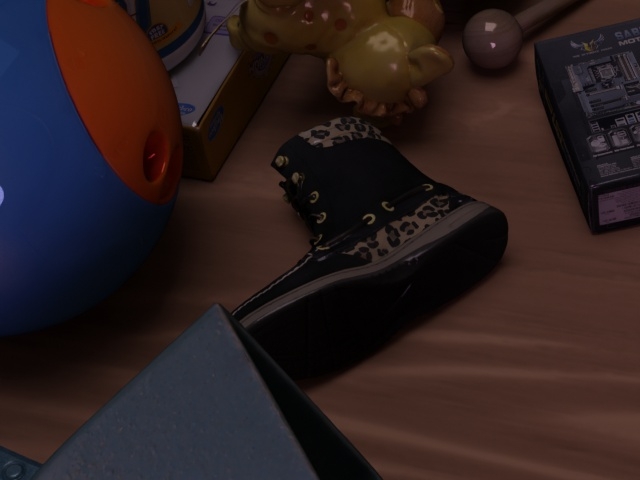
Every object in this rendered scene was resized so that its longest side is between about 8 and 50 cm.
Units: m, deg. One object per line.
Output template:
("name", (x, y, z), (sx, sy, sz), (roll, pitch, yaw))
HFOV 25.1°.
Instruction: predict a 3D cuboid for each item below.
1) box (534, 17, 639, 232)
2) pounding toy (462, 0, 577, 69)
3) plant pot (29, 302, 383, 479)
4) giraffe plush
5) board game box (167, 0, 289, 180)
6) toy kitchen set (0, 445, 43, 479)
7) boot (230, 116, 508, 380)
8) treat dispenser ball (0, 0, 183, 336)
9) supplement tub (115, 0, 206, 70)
("box", (0.303, -0.110, 1.146), (0.233, 0.059, 0.183), (-13, 46, 2))
("pounding toy", (0.115, -0.255, 1.316), (0.237, 0.110, 0.183), (47, 55, 9))
("plant pot", (-0.060, 0.239, 0.789), (0.252, 0.248, 0.247), (-35, 48, 2))
("giraffe plush", (0.031, -0.183, 1.172), (0.170, 0.181, 0.210), (37, 90, -6))
("board game box", (-0.144, -0.204, 1.333), (0.242, 0.064, 0.316), (11, 51, 22))
("toy kitchen set", (-0.299, 0.203, 0.949), (0.166, 0.122, 0.207), (18, 54, 27))
("boot", (0.001, 0.001, 1.097), (0.236, 0.085, 0.178), (-26, 45, -20))
("treat dispenser ball", (-0.246, -0.071, 1.077), (0.288, 0.288, 0.288), (-7, 47, 7))
("supplement tub", (-0.183, -0.243, 1.195), (0.144, 0.199, 0.144), (-7, 47, 7))
